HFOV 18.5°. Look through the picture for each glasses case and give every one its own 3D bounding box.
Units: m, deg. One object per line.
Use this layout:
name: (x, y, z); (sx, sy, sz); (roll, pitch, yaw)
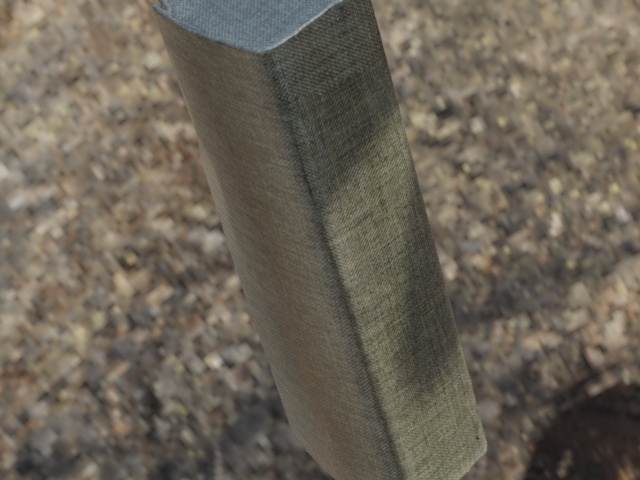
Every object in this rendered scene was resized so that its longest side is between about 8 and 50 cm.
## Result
glasses case: (0.000, 0.000, 0.652); (0.047, 0.205, 0.071); (-39, 44, -24)
